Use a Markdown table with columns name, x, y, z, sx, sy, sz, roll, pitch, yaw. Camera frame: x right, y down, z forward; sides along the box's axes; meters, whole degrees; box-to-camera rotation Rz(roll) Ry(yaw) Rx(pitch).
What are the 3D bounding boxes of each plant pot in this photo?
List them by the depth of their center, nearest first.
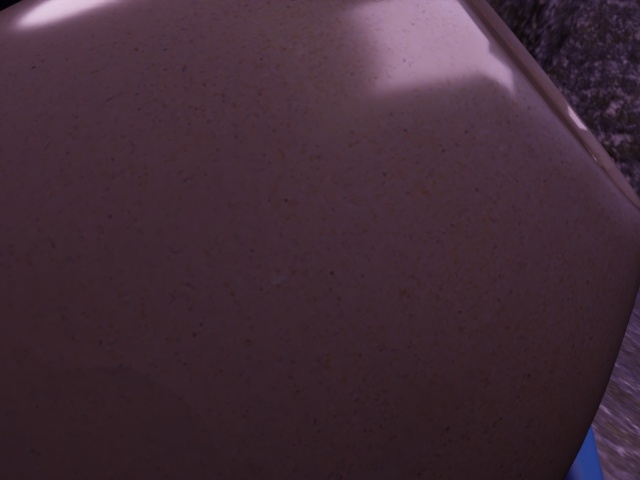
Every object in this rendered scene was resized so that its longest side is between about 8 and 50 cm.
| name | x | y | z | sx | sy | sz | roll | pitch | yaw |
| --- | --- | --- | --- | --- | --- | --- | --- | --- | --- |
| plant pot | 0.000 | 0.000 | 0.453 | 0.284 | 0.191 | 0.284 | 46 | 16 | -17 |

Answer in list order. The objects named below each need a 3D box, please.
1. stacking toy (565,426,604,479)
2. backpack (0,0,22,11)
| name | x | y | z | sx | sy | sz | roll | pitch | yaw |
| --- | --- | --- | --- | --- | --- | --- | --- | --- | --- |
| stacking toy | -0.013 | 0.135 | 0.645 | 0.302 | 0.175 | 0.166 | -11 | -7 | -40 |
| backpack | -0.234 | -0.184 | 0.932 | 0.290 | 0.355 | 0.273 | 5 | 3 | -6 |
